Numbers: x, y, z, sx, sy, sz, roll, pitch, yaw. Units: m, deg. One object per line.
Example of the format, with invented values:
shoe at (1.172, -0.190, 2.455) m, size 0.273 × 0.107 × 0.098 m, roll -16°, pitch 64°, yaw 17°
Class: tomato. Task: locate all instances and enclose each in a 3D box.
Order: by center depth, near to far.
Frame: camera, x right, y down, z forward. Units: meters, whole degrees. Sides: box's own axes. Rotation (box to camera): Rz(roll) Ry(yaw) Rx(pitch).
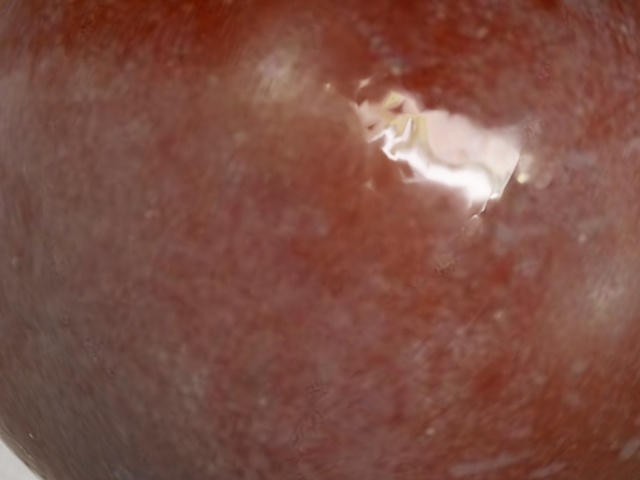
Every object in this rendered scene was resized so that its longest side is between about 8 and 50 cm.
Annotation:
tomato at (0.000, 0.000, 0.480) m, size 0.270 × 0.227 × 0.270 m, roll 21°, pitch 157°, yaw 9°
